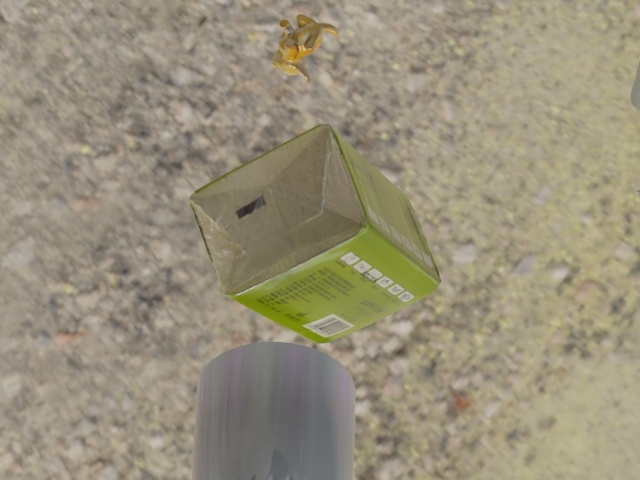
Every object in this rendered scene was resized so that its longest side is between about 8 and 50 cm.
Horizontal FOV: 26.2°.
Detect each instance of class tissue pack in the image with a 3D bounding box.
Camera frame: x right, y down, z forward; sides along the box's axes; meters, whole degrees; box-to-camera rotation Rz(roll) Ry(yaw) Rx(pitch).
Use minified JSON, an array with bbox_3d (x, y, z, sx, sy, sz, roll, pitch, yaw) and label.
[{"bbox_3d":[0.000,0.000,1.712,0.200,0.167,0.275,-28,154,14],"label":"tissue pack"}]

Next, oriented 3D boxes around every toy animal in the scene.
[{"bbox_3d":[-0.019,-0.218,1.572,0.081,0.060,0.083,-17,154,-2],"label":"toy animal"}]

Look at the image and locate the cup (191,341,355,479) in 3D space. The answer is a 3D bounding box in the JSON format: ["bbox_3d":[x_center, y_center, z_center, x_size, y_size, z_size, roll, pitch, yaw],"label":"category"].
[{"bbox_3d":[-0.075,0.356,2.086,0.253,0.371,0.253,1,137,1],"label":"cup"}]

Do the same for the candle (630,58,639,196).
[{"bbox_3d":[0.452,-0.214,1.460,0.221,0.221,0.342,-4,118,-28],"label":"candle"}]
